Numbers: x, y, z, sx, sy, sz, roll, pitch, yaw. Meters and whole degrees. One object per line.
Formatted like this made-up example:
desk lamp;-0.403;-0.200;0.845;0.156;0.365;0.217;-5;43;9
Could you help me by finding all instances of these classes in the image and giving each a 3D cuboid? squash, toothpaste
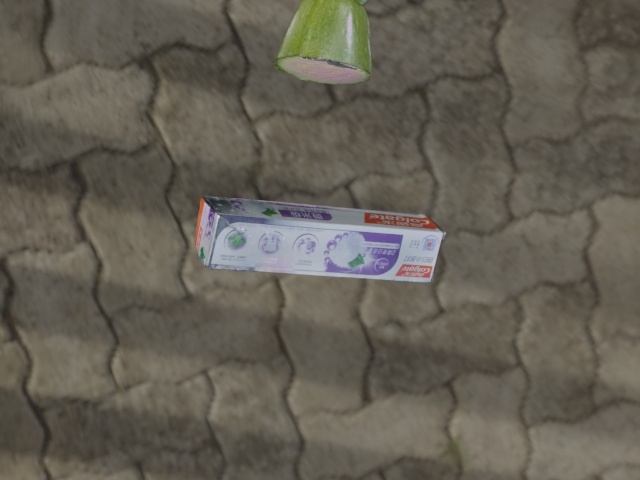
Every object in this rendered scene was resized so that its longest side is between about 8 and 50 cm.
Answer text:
squash;0.012;-0.235;1.648;0.105;0.105;0.132;12;84;-21
toothpaste;0.000;0.000;1.240;0.196;0.040;0.047;4;112;-24
